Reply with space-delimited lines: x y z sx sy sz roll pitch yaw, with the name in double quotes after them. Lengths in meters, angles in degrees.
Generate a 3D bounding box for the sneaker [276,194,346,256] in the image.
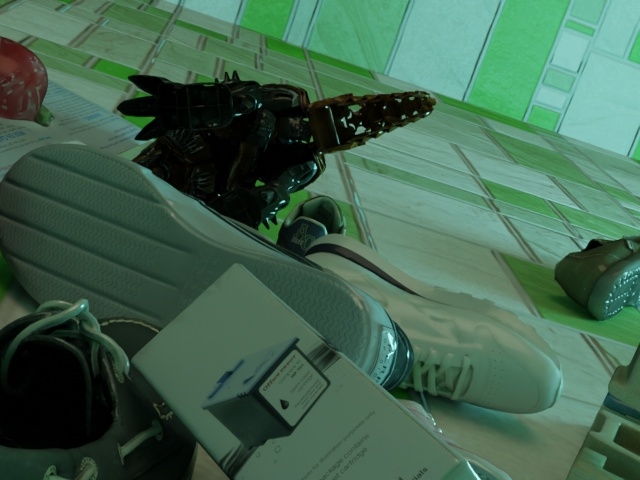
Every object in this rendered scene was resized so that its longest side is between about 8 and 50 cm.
0.000 0.000 1.035 0.064 0.086 0.192 22 15 7 "sneaker"

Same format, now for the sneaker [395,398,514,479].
0.074 0.138 0.720 0.134 0.051 0.070 20 20 17 "sneaker"

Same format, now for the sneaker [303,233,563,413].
0.070 0.083 0.882 0.235 0.090 0.095 23 33 15 "sneaker"

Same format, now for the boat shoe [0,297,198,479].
-0.121 0.085 0.572 0.116 0.099 0.319 19 15 5 "boat shoe"

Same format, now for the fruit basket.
-0.361 -0.144 1.035 0.353 0.165 0.327 33 17 2 "fruit basket"

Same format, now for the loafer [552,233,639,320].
0.350 0.027 1.356 0.087 0.094 0.251 32 19 25 "loafer"

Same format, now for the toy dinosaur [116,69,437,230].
-0.061 -0.092 1.016 0.164 0.322 0.218 56 30 4 "toy dinosaur"

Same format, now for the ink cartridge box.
0.009 0.114 0.559 0.191 0.082 0.139 35 -15 47 "ink cartridge box"

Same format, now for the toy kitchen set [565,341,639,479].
0.270 0.117 0.816 0.122 0.166 0.207 24 16 16 "toy kitchen set"

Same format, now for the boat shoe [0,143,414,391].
-0.089 0.037 0.798 0.335 0.121 0.119 27 -5 27 "boat shoe"
